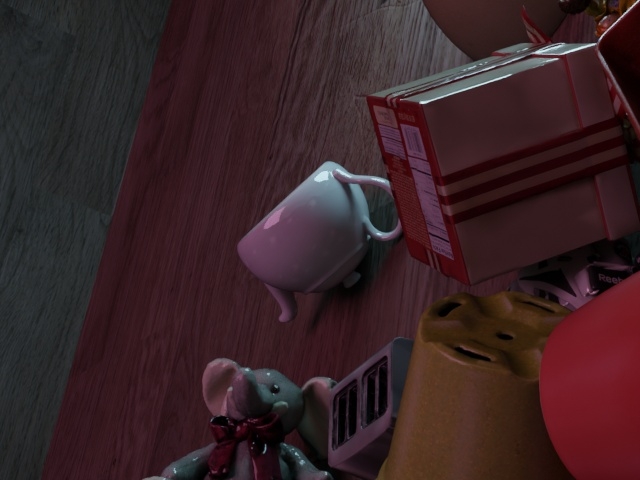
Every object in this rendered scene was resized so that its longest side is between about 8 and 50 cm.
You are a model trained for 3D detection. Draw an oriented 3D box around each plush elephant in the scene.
[{"bbox_3d":[-0.098,0.301,1.949,0.330,0.272,0.255,45,-134,-72],"label":"plush elephant"}]

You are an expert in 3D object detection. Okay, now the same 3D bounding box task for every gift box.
[{"bbox_3d":[0.225,-0.119,1.506,0.255,0.258,0.276,-140,34,-69],"label":"gift box"}]

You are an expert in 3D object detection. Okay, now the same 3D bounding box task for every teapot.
[{"bbox_3d":[0.000,0.000,2.155,0.252,0.187,0.256,-44,2,-13],"label":"teapot"}]

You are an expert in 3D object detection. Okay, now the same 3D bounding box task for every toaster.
[{"bbox_3d":[0.098,0.250,1.807,0.168,0.110,0.185,-44,33,44],"label":"toaster"}]

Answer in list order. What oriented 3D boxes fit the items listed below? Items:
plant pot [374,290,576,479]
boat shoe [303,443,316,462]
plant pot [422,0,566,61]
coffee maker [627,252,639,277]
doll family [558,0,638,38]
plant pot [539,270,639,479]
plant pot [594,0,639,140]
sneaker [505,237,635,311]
[{"bbox_3d":[0.185,0.200,1.359,0.276,0.276,0.253,-122,31,-62],"label":"plant pot"},{"bbox_3d":[-0.012,0.291,2.078,0.050,0.045,0.135,-24,48,57],"label":"boat shoe"},{"bbox_3d":[0.252,-0.429,1.981,0.284,0.191,0.284,-47,30,39],"label":"plant pot"},{"bbox_3d":[0.433,0.032,1.323,0.171,0.120,0.178,55,125,28],"label":"coffee maker"},{"bbox_3d":[0.429,-0.337,1.662,0.263,0.118,0.163,-14,49,40],"label":"doll family"},{"bbox_3d":[0.353,0.127,1.166,0.243,0.275,0.274,-26,46,49],"label":"plant pot"},{"bbox_3d":[0.458,-0.156,1.204,0.267,0.236,0.267,-45,22,22],"label":"plant pot"},{"bbox_3d":[0.322,0.067,1.483,0.146,0.122,0.330,-64,24,11],"label":"sneaker"}]
